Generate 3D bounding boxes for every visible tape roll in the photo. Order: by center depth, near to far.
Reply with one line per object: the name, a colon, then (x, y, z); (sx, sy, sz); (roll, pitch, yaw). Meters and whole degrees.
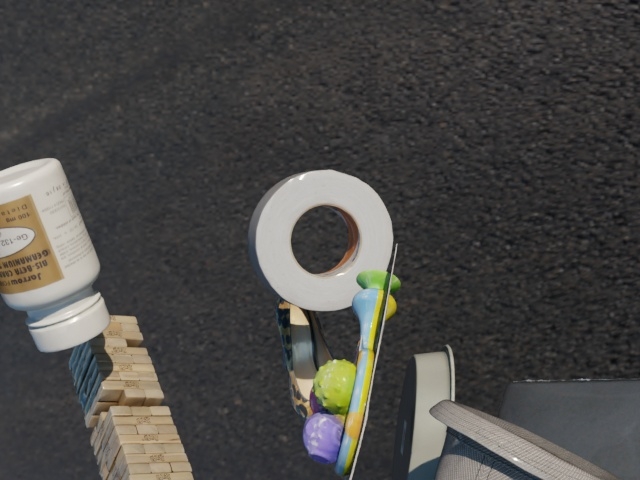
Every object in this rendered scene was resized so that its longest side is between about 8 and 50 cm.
tape roll: (0.000, 0.000, 1.552); (0.072, 0.219, 0.219); (-170, 72, -76)

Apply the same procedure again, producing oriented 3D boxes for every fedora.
fedora: (0.220, 0.283, 1.138); (0.244, 0.275, 0.124); (25, 87, 26)

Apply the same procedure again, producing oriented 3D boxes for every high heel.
high heel: (-0.008, 0.198, 1.654); (0.261, 0.093, 0.186); (49, 147, 48)

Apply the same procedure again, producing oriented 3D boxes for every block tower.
block tower: (-0.273, 0.251, 1.412); (0.091, 0.097, 0.335); (-64, 37, 31)

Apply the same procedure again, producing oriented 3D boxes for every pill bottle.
pill bottle: (-0.359, 0.021, 1.285); (0.131, 0.131, 0.229); (2, 116, 48)

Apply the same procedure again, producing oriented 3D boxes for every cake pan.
cake pan: (0.149, 0.298, 1.487); (0.293, 0.054, 0.293); (-172, 90, -90)

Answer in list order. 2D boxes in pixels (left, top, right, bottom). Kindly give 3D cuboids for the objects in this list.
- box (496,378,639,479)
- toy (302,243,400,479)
box: (0.422, 0.529, 1.437); (0.297, 0.479, 0.471); (-8, 130, 34)
toy: (0.020, 0.129, 0.880); (0.056, 0.237, 0.137); (15, 147, 5)
